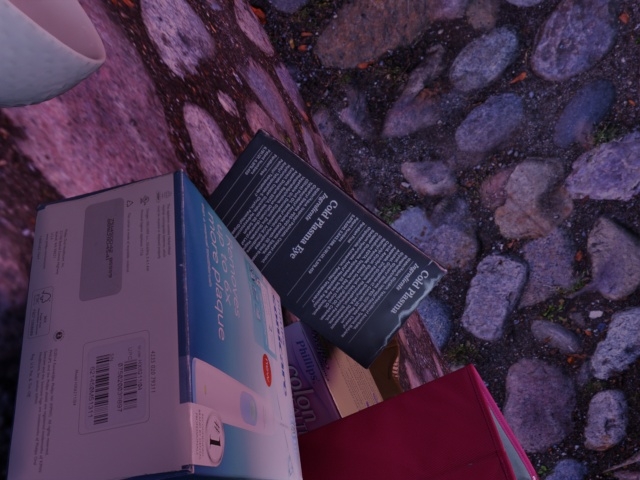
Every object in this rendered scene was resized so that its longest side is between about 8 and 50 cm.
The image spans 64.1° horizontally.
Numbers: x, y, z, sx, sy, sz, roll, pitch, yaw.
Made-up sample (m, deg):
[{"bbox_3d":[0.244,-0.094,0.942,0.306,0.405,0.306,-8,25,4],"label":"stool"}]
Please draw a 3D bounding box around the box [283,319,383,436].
[{"bbox_3d":[-0.001,0.240,0.842,0.214,0.117,0.243,65,14,10],"label":"box"}]

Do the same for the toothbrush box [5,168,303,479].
[{"bbox_3d":[-0.118,0.114,0.466,0.295,0.126,0.216,69,10,-61],"label":"toothbrush box"}]

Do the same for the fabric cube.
[{"bbox_3d":[0.131,0.351,0.576,0.254,0.258,0.259,57,15,-26],"label":"fabric cube"}]

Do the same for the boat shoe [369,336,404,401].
[{"bbox_3d":[0.123,0.321,1.180,0.341,0.121,0.110,-96,-168,-48],"label":"boat shoe"}]

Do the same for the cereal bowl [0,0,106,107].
[{"bbox_3d":[-0.341,-0.237,0.390,0.339,0.141,0.339,53,4,-6],"label":"cereal bowl"}]

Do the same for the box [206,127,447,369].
[{"bbox_3d":[0.000,0.000,0.833,0.312,0.179,0.343,37,6,0],"label":"box"}]
